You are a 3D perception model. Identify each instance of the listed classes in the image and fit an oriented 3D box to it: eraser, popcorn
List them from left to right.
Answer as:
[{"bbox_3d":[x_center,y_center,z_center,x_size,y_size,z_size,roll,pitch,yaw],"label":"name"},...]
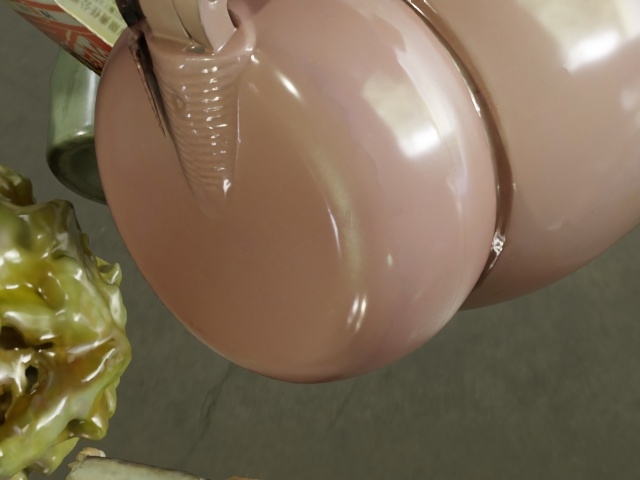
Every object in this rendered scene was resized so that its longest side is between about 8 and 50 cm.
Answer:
[{"bbox_3d":[-0.224,0.062,0.934,0.212,0.259,0.259,-9,105,-15],"label":"popcorn"},{"bbox_3d":[-0.081,-0.089,0.872,0.230,0.157,0.038,37,84,-27],"label":"eraser"}]

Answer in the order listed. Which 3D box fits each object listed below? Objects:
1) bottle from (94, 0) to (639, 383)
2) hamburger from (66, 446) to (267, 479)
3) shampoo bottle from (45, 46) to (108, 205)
[{"bbox_3d":[0.055,-0.081,0.543,0.173,0.297,0.206,21,129,38],"label":"bottle"},{"bbox_3d":[-0.068,0.178,0.724,0.155,0.208,0.135,16,79,-9],"label":"hamburger"},{"bbox_3d":[-0.140,-0.146,1.035,0.087,0.118,0.234,-23,59,29],"label":"shampoo bottle"}]
